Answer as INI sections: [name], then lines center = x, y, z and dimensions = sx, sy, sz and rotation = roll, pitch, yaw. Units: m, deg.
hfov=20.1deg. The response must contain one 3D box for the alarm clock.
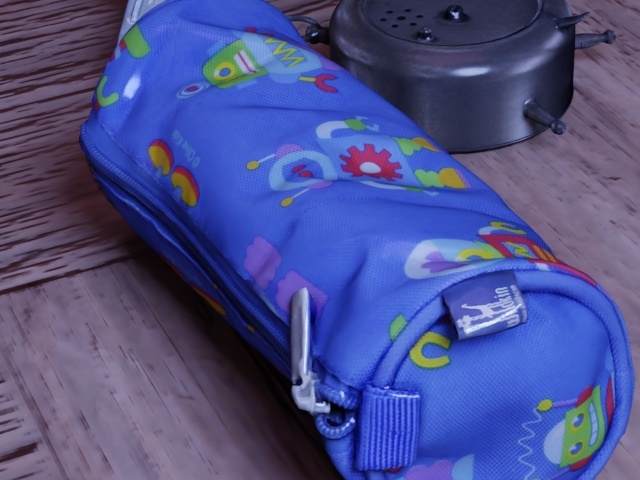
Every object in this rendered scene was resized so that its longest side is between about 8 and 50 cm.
[alarm clock]
center = 0.051, -0.105, 0.960
dimensions = 0.192, 0.064, 0.129
rotation = 7, 35, 21

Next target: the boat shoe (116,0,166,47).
[boat shoe]
center = -0.080, -0.160, 1.032
dimensions = 0.081, 0.079, 0.227
rotation = 1, 37, -1

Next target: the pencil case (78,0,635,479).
[pencil case]
center = 0.000, 0.000, 0.749
dimensions = 0.133, 0.119, 0.306
rotation = -3, 29, -30
